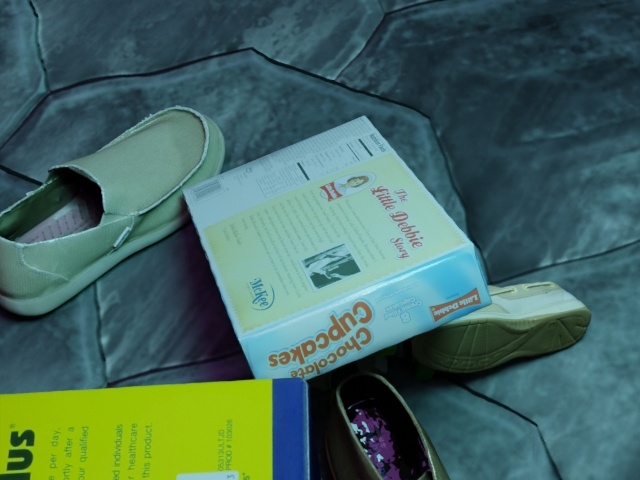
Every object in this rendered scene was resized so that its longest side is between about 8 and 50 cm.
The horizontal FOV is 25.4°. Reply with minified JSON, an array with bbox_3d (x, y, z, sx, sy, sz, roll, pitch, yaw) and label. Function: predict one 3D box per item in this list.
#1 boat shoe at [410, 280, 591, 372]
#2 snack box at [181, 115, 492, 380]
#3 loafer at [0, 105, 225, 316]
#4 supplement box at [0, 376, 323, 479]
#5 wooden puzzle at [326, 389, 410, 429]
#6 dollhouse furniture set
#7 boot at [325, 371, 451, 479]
[{"bbox_3d":[0.145,0.068,1.202,0.170,0.063,0.059,-4,38,-26],"label":"boat shoe"},{"bbox_3d":[0.000,0.000,1.172,0.187,0.060,0.322,-22,25,-4],"label":"snack box"},{"bbox_3d":[-0.193,-0.039,1.297,0.102,0.092,0.268,34,63,25],"label":"loafer"},{"bbox_3d":[-0.176,0.237,1.033,0.356,0.194,0.195,-3,54,2],"label":"supplement box"},{"bbox_3d":[0.045,0.173,1.173,0.078,0.014,0.116,-7,54,5],"label":"wooden puzzle"},{"bbox_3d":[0.022,0.085,1.202,0.151,0.076,0.059,0,56,-8],"label":"dollhouse furniture set"},{"bbox_3d":[0.079,0.236,1.055,0.112,0.115,0.305,-24,63,-8],"label":"boot"}]
